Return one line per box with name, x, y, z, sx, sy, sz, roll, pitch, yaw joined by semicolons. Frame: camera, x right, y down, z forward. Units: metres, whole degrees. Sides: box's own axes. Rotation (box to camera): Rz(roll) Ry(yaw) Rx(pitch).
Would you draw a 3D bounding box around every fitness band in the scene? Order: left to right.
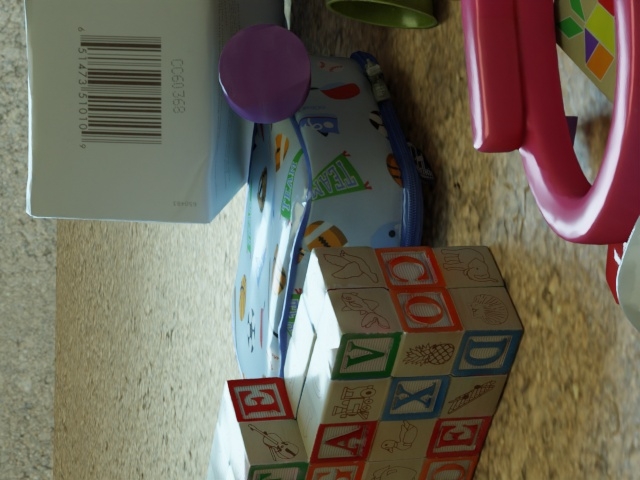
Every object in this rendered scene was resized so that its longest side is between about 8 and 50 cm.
fitness band;0.141;-0.142;1.028;0.209;0.054;0.291;156;111;-69

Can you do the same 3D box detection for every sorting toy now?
sorting toy;-0.047;-0.258;1.405;0.126;0.127;0.366;88;179;-80

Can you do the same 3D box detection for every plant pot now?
plant pot;0.051;-0.204;1.384;0.083;0.083;0.079;175;104;-73

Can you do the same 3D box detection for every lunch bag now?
lunch bag;0.000;0.000;1.503;0.243;0.114;0.303;-106;22;-52

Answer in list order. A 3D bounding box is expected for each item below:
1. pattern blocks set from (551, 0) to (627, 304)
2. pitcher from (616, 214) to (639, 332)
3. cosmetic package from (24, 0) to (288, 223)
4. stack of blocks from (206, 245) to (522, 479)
pattern blocks set;0.174;-0.160;1.044;0.285;0.026;0.325;-112;26;-49
pitcher;0.208;-0.017;0.809;0.207;0.125;0.178;-132;57;-82
cosmetic package;-0.128;-0.156;1.606;0.385;0.156;0.217;-60;-29;-77
stack of blocks;0.019;0.141;1.345;0.087;0.171;0.297;-109;24;-44
